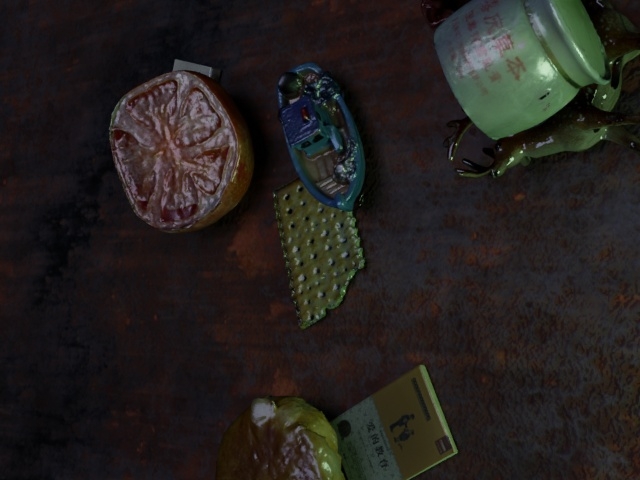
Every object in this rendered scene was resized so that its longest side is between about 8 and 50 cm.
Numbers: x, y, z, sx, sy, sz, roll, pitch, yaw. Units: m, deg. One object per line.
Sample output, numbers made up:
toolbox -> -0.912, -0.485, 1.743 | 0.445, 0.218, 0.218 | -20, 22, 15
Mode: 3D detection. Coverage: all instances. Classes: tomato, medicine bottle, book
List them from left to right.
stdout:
tomato -> -0.193, -0.128, 1.710 | 0.236, 0.095, 0.237 | 1, 92, 27
book -> 0.087, 0.244, 1.475 | 0.172, 0.012, 0.118 | -38, 61, 34
medicine bottle -> 0.212, -0.196, 1.231 | 0.143, 0.147, 0.147 | -28, 66, 27

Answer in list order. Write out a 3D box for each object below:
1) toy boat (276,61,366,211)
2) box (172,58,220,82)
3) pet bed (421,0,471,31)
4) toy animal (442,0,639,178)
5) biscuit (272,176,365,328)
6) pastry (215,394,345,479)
toy boat -> 0.000, -0.134, 1.536 | 0.100, 0.097, 0.223 | -28, 63, 18
box -> -0.205, -0.185, 1.794 | 0.090, 0.024, 0.167 | 19, 98, 42
pet bed -> 0.199, -0.310, 1.327 | 0.201, 0.053, 0.201 | 0, 89, 22
toy animal -> 0.279, -0.151, 1.314 | 0.260, 0.087, 0.244 | 26, 88, 46
biscuit -> -0.001, 0.000, 1.584 | 0.144, 0.016, 0.203 | -29, 65, 37
pastry -> -0.051, 0.314, 1.533 | 0.229, 0.100, 0.219 | -36, 65, 35
